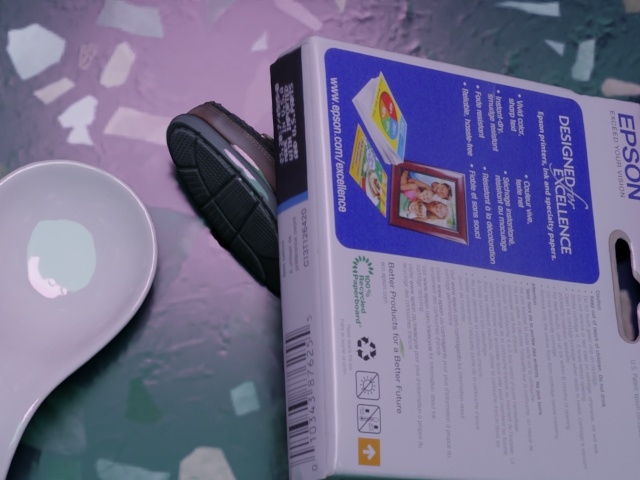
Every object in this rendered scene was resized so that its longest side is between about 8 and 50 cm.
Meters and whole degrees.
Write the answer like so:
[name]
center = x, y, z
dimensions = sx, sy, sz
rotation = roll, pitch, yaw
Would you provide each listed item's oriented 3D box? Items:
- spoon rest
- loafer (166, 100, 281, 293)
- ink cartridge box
[spoon rest]
center = -0.204, 0.074, 1.395
dimensions = 0.137, 0.084, 0.276
rotation = 17, 79, 0
[loafer]
center = 0.000, 0.000, 1.429
dimensions = 0.084, 0.096, 0.267
rotation = -41, 91, -29
[ink cartridge box]
center = 0.111, 0.029, 1.390
dimensions = 0.307, 0.072, 0.303
rotation = 9, 68, -35
